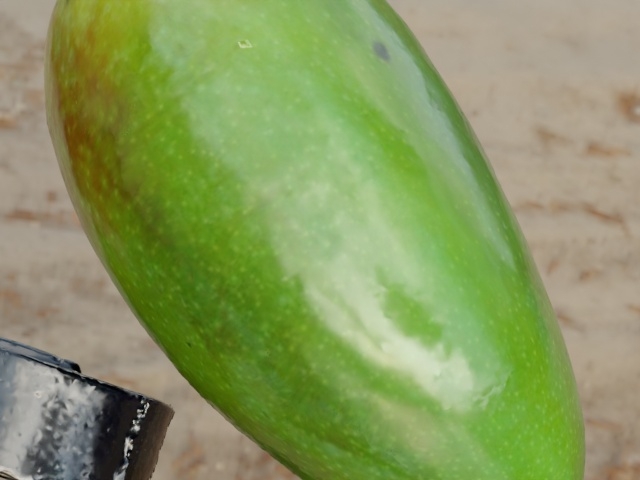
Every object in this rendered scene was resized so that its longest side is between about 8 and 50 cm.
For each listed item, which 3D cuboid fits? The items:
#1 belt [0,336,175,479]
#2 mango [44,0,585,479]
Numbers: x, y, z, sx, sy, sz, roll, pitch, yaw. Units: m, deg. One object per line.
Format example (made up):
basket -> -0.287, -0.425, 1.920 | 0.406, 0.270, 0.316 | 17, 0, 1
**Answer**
belt -> -0.184, 0.096, 1.010 | 0.198, 0.078, 0.151 | 16, -9, 6
mango -> 0.000, 0.000, 0.898 | 0.201, 0.225, 0.382 | -34, 82, -21
